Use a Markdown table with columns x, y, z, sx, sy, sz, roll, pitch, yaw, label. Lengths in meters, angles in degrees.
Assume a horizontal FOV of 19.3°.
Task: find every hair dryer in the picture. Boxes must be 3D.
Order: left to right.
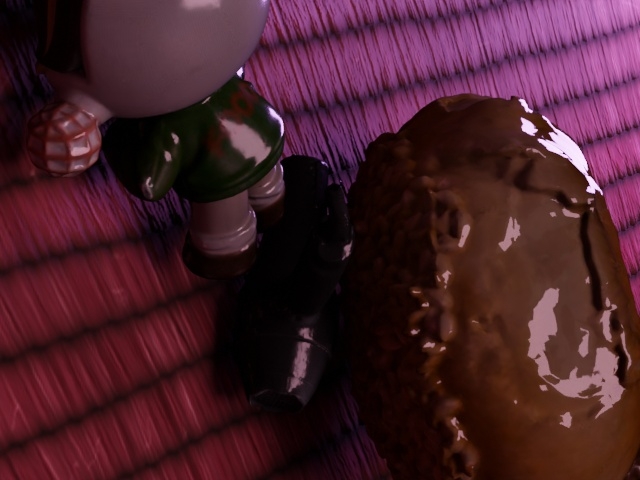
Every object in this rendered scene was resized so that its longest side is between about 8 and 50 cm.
| x | y | z | sx | sy | sz | roll | pitch | yaw | label |
| --- | --- | --- | --- | --- | --- | --- | --- | --- | --- |
| 0.000 | 0.000 | 1.541 | 0.271 | 0.091 | 0.235 | 127 | -27 | -63 | hair dryer |

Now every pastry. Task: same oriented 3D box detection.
| x | y | z | sx | sy | sz | roll | pitch | yaw | label |
| --- | --- | --- | --- | --- | --- | --- | --- | --- | --- |
| 0.141 | 0.069 | 1.683 | 0.409 | 0.245 | 0.409 | 170 | -90 | -86 | pastry |

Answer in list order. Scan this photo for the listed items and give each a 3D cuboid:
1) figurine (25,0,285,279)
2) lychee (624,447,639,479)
| x | y | z | sx | sy | sz | roll | pitch | yaw | label |
| --- | --- | --- | --- | --- | --- | --- | --- | --- | --- |
| -0.107 | -0.130 | 1.404 | 0.281 | 0.167 | 0.370 | -57 | 146 | -35 | figurine |
| 0.264 | 0.192 | 1.956 | 0.267 | 0.267 | 0.267 | -4 | 95 | -59 | lychee |
